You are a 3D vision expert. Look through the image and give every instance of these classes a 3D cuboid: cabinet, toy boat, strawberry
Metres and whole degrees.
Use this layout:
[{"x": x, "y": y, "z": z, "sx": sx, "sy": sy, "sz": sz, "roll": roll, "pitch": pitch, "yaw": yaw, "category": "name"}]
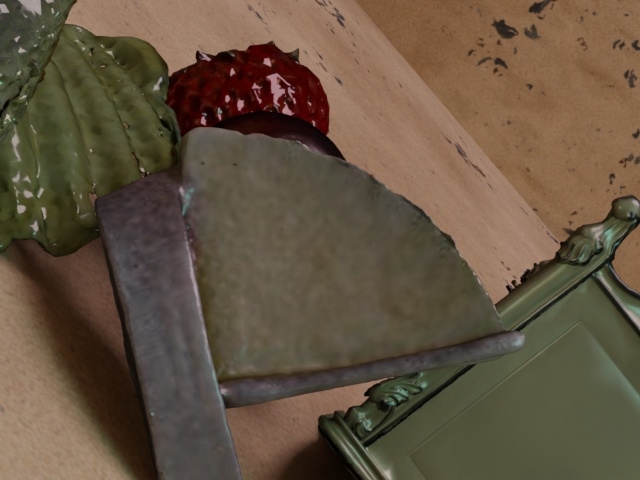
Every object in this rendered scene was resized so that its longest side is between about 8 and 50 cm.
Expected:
[{"x": 0.190, "y": 0.151, "z": 1.173, "sx": 0.227, "sy": 0.318, "sz": 0.290, "roll": 51, "pitch": -2, "yaw": 7, "category": "cabinet"}, {"x": -0.042, "y": 0.039, "z": 1.026, "sx": 0.276, "sy": 0.293, "sz": 0.111, "roll": 59, "pitch": -15, "yaw": 12, "category": "toy boat"}, {"x": -0.079, "y": -0.079, "z": 1.423, "sx": 0.205, "sy": 0.205, "sz": 0.244, "roll": 21, "pitch": 54, "yaw": -58, "category": "strawberry"}]

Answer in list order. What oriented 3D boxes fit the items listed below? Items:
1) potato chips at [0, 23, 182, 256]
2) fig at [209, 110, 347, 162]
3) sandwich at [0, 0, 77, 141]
[{"x": -0.289, "y": -0.156, "z": 1.138, "sx": 0.373, "sy": 0.097, "sz": 0.389, "roll": 31, "pitch": 25, "yaw": -23, "category": "potato chips"}, {"x": -0.055, "y": -0.003, "z": 1.207, "sx": 0.235, "sy": 0.214, "sz": 0.235, "roll": 165, "pitch": -90, "yaw": -89, "category": "fig"}, {"x": -0.320, "y": -0.182, "z": 0.916, "sx": 0.325, "sy": 0.131, "sz": 0.262, "roll": 53, "pitch": 37, "yaw": 10, "category": "sandwich"}]
